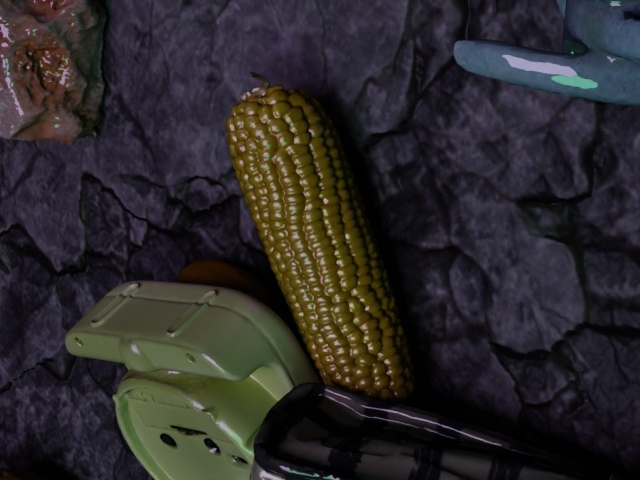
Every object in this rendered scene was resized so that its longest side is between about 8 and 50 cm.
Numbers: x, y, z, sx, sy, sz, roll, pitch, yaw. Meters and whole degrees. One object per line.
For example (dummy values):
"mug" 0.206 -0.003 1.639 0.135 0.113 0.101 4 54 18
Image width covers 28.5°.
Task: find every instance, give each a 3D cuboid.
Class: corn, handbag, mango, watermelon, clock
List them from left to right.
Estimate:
"watermelon" -0.359 -0.248 1.255 0.302 0.151 0.264 28 119 30
"mango" -0.089 0.062 1.195 0.114 0.060 0.080 31 121 26
"clock" -0.086 0.180 1.168 0.235 0.096 0.308 1 127 43
"corn" 0.000 0.000 1.084 0.101 0.101 0.310 -16 99 40
"handbag" 0.102 0.305 1.020 0.327 0.162 0.325 13 117 19

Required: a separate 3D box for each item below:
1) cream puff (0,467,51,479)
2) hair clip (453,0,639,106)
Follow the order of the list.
"cream puff" -0.358 0.417 1.381 0.343 0.327 0.231 21 121 -11
"hair clip" 0.225 -0.242 0.742 0.392 0.238 0.318 21 118 32
